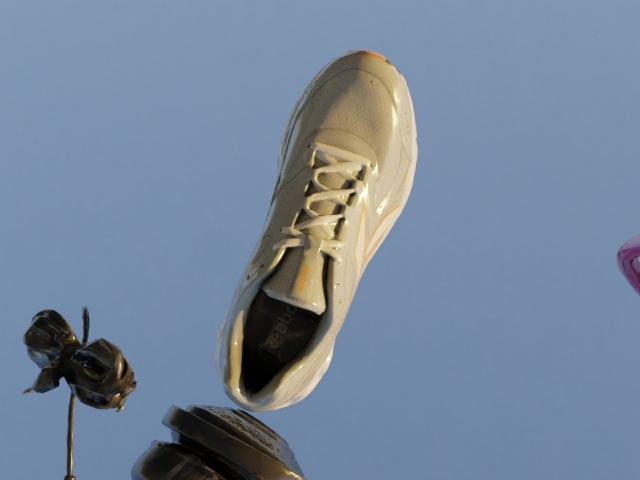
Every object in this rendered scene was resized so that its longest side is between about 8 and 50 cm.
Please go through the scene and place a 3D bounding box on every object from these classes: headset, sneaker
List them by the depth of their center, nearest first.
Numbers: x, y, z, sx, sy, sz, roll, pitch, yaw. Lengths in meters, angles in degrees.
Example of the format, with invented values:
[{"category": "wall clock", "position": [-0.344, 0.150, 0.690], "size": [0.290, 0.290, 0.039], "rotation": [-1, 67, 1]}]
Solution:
[{"category": "sneaker", "position": [0.000, 0.000, 1.252], "size": [0.099, 0.262, 0.121], "rotation": [17, -175, 0]}, {"category": "headset", "position": [-0.102, 0.215, 1.316], "size": [0.243, 0.394, 0.185], "rotation": [-37, -152, -22]}]

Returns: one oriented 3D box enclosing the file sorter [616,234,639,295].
[{"category": "file sorter", "position": [0.271, -0.048, 0.629], "size": [0.290, 0.182, 0.202], "rotation": [-50, -173, -11]}]
